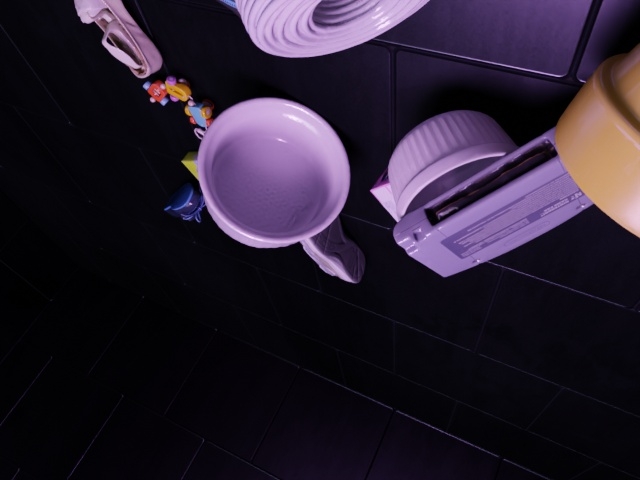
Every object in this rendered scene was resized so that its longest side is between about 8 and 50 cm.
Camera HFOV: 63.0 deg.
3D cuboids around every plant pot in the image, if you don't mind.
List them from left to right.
[{"bbox_3d":[0.404,-0.140,0.493,0.254,0.254,0.239,27,139,6],"label":"plant pot"}]

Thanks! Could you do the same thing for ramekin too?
[{"bbox_3d":[-0.094,-0.116,0.990,0.277,0.277,0.135,33,162,-6],"label":"ramekin"},{"bbox_3d":[0.202,-0.102,0.799,0.207,0.108,0.207,-14,150,-8],"label":"ramekin"}]

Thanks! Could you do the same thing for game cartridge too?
[{"bbox_3d":[0.275,-0.048,0.768,0.297,0.062,0.198,-31,152,22],"label":"game cartridge"}]

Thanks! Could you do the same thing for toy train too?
[{"bbox_3d":[-0.292,-0.297,1.113,0.166,0.046,0.125,41,153,-15],"label":"toy train"}]

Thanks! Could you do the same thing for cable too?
[{"bbox_3d":[0.032,-0.294,0.580,0.257,0.257,0.089,-20,89,35],"label":"cable"}]

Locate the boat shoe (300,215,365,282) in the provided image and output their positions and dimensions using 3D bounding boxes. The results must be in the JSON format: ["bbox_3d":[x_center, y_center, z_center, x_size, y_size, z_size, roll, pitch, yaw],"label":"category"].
[{"bbox_3d":[0.001,-0.001,1.265,0.103,0.118,0.320,2,150,36],"label":"boat shoe"}]

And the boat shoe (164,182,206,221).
[{"bbox_3d":[-0.371,-0.108,1.489,0.089,0.108,0.258,33,171,-22],"label":"boat shoe"}]

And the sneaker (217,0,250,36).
[{"bbox_3d":[-0.161,-0.408,0.695,0.341,0.125,0.140,43,153,-23],"label":"sneaker"}]

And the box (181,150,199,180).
[{"bbox_3d":[-0.248,-0.173,1.289,0.178,0.042,0.109,6,146,41],"label":"box"}]

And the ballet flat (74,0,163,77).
[{"bbox_3d":[-0.394,-0.410,0.971,0.086,0.086,0.248,3,143,42],"label":"ballet flat"}]

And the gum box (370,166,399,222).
[{"bbox_3d":[0.184,-0.072,0.940,0.188,0.107,0.062,46,150,-18],"label":"gum box"}]
